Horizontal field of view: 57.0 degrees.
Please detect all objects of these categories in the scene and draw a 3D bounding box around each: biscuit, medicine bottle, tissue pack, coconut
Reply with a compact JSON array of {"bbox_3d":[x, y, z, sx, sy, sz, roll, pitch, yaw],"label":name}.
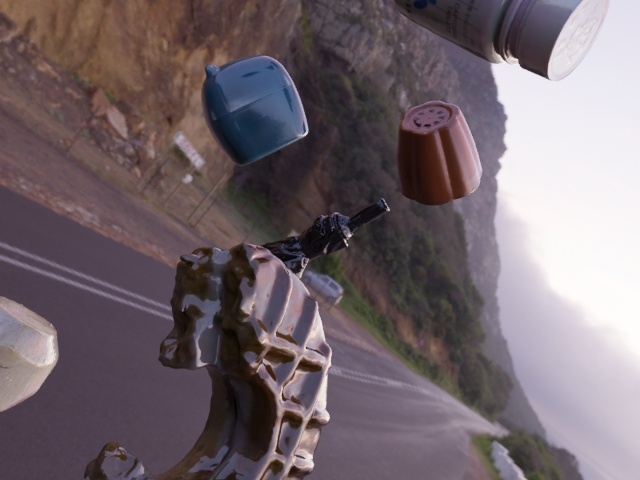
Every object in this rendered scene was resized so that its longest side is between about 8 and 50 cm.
[{"bbox_3d":[-0.105,0.203,0.595,0.115,0.366,0.268,10,-24,39],"label":"biscuit"},{"bbox_3d":[0.257,-0.359,0.867,0.293,0.170,0.170,41,1,31],"label":"medicine bottle"},{"bbox_3d":[-0.146,-0.279,1.231,0.287,0.198,0.206,-131,-164,-76],"label":"tissue pack"},{"bbox_3d":[-0.685,0.244,1.227,0.227,0.230,0.227,35,-7,5],"label":"coconut"}]

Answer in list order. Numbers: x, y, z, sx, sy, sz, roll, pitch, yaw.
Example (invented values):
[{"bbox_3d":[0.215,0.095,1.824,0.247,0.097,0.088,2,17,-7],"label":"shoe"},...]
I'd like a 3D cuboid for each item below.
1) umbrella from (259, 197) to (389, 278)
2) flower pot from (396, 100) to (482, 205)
[{"bbox_3d":[0.000,0.000,1.323,0.118,0.340,0.118,55,17,-26],"label":"umbrella"},{"bbox_3d":[0.252,-0.200,1.288,0.191,0.191,0.173,38,-26,45],"label":"flower pot"}]
